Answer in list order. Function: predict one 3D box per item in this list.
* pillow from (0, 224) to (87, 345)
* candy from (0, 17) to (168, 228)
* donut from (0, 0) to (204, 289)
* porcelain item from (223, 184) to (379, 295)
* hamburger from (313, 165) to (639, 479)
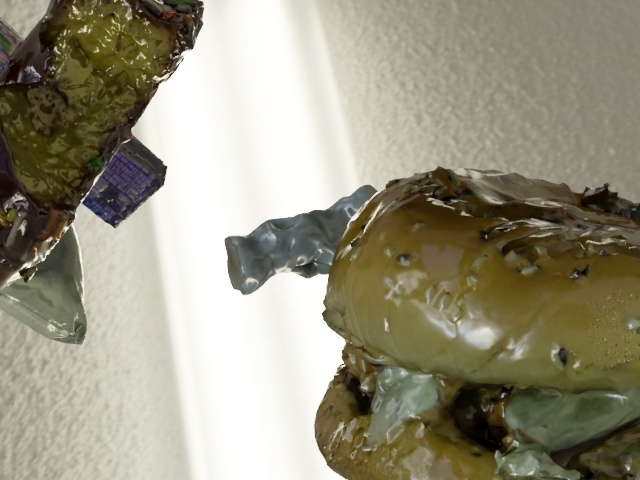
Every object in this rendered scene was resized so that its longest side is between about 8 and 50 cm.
[{"bbox_3d":[-0.331,0.005,1.315,0.144,0.078,0.254,32,-161,-34],"label":"pillow"},{"bbox_3d":[-0.294,-0.139,1.187,0.312,0.088,0.061,43,-159,-24],"label":"candy"},{"bbox_3d":[-0.174,-0.079,0.751,0.096,0.216,0.230,36,-97,-16],"label":"donut"},{"bbox_3d":[0.000,0.000,0.512,0.083,0.036,0.028,-18,-120,-16],"label":"porcelain item"},{"bbox_3d":[0.088,0.037,0.393,0.177,0.185,0.113,15,-85,-1],"label":"hamburger"}]
